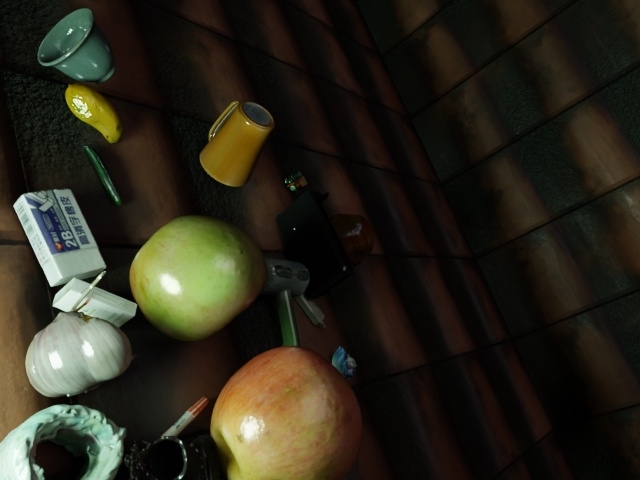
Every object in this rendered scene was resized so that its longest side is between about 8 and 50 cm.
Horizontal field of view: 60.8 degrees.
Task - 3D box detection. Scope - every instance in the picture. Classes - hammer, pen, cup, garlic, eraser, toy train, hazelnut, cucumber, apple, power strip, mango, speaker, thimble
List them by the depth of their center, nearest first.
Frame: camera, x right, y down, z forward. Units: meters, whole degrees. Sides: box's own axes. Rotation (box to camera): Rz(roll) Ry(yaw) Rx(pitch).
[{"bbox_3d":[-0.470,0.401,0.993,0.211,0.149,0.185,-4,65,-54],"label":"thimble"},{"bbox_3d":[-0.469,0.210,1.137,0.207,0.207,0.257,38,41,-27],"label":"garlic"},{"bbox_3d":[-0.593,-0.009,1.247,0.124,0.068,0.210,-17,77,-59],"label":"eraser"},{"bbox_3d":[-0.335,0.437,1.252,0.028,0.028,0.239,56,33,-3],"label":"pen"},{"bbox_3d":[-0.087,0.439,1.285,0.364,0.364,0.364,33,40,-33],"label":"apple"},{"bbox_3d":[-0.301,0.084,1.340,0.277,0.319,0.319,49,33,-4],"label":"apple"},{"bbox_3d":[-0.572,-0.173,1.442,0.033,0.036,0.184,-22,83,-49],"label":"cucumber"},{"bbox_3d":[-0.616,-0.355,1.499,0.190,0.075,0.098,46,52,-28],"label":"mango"},{"bbox_3d":[-0.654,-0.516,1.517,0.150,0.199,0.199,46,29,-51],"label":"cup"},{"bbox_3d":[-0.109,0.217,1.673,0.206,0.119,0.336,11,61,-48],"label":"hammer"},{"bbox_3d":[-0.275,-0.329,1.777,0.182,0.264,0.226,-6,57,-46],"label":"cup"},{"bbox_3d":[-0.040,0.217,1.823,0.191,0.030,0.047,55,31,-4],"label":"power strip"},{"bbox_3d":[0.000,0.000,1.900,0.184,0.180,0.388,13,47,-51],"label":"speaker"},{"bbox_3d":[0.094,-0.004,2.067,0.186,0.210,0.210,46,26,27],"label":"hazelnut"},{"bbox_3d":[-0.095,-0.228,2.114,0.064,0.044,0.103,63,31,-11],"label":"toy train"}]

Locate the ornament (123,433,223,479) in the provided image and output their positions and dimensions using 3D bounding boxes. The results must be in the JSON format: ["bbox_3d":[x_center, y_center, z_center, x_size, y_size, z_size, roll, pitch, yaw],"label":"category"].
[{"bbox_3d":[-0.289,0.511,1.091,0.260,0.106,0.251,50,18,-71],"label":"ornament"}]

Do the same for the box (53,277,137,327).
[{"bbox_3d":[-0.503,0.145,1.221,0.154,0.084,0.040,33,41,-34],"label":"box"}]

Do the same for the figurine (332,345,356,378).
[{"bbox_3d":[0.077,0.396,1.782,0.114,0.079,0.114,-14,90,-78],"label":"figurine"}]
